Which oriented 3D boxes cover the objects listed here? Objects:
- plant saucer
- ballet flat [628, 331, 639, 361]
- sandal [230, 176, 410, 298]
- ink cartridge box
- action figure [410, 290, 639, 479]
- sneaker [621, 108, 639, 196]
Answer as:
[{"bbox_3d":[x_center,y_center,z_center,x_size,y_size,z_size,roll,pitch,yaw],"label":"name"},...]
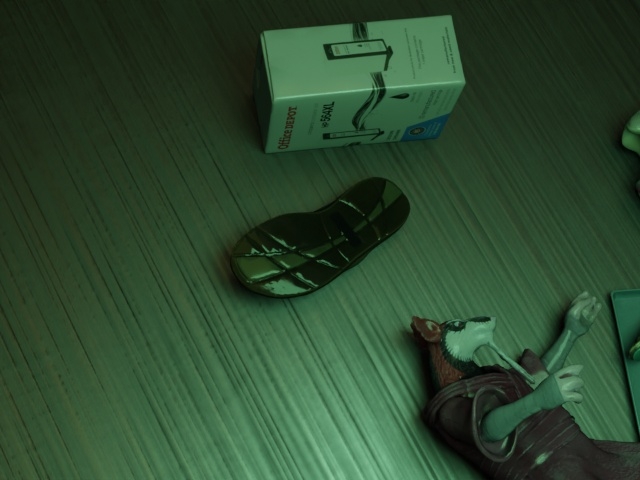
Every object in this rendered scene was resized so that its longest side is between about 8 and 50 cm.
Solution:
[{"bbox_3d":[0.357,0.144,1.212,0.067,0.018,0.192,-4,71,-8],"label":"plant saucer"},{"bbox_3d":[0.369,0.094,1.206,0.114,0.041,0.041,-20,74,-14],"label":"ballet flat"},{"bbox_3d":[0.000,0.000,1.206,0.219,0.060,0.090,-32,83,-31],"label":"sandal"},{"bbox_3d":[0.036,-0.164,1.216,0.203,0.148,0.085,-7,73,-8],"label":"ink cartridge box"},{"bbox_3d":[0.215,0.214,1.119,0.370,0.248,0.275,42,114,21],"label":"action figure"},{"bbox_3d":[0.410,-0.049,1.251,0.111,0.103,0.252,-18,67,-8],"label":"sneaker"}]
